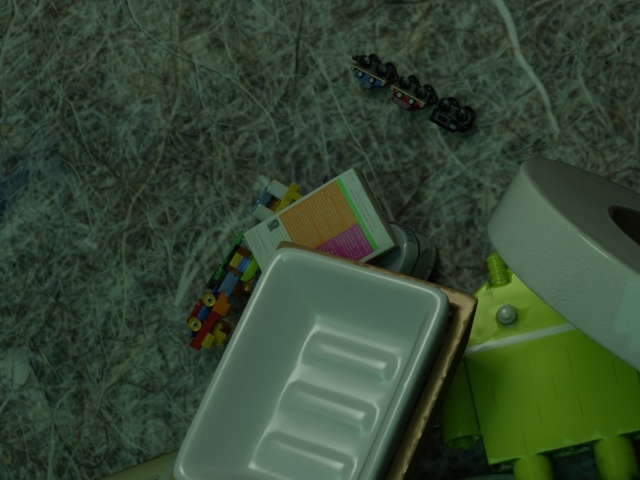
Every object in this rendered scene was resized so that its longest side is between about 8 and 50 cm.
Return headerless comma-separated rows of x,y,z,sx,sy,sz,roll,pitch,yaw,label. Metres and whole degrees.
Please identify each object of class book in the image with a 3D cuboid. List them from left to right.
0.000,0.000,1.867,0.144,0.035,0.096,-30,77,16,book

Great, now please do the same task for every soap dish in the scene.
0.007,0.163,1.740,0.229,0.118,0.290,15,70,27,soap dish

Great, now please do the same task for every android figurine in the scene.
0.235,0.132,1.784,0.248,0.056,0.272,-13,70,10,android figurine

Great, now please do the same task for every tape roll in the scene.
0.333,0.054,1.592,0.392,0.392,0.072,36,107,22,tape roll

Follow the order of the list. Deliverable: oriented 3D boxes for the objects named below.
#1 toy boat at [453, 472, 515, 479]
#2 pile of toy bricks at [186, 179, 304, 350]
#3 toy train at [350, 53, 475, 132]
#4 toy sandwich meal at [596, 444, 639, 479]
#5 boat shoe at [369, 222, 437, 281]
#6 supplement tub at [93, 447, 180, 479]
0.113,0.293,1.845,0.267,0.148,0.318,-31,78,25,toy boat
-0.060,0.043,1.967,0.105,0.118,0.212,31,89,-5,pile of toy bricks
0.097,-0.159,1.910,0.158,0.027,0.036,32,116,23,toy train
0.321,0.251,1.805,0.086,0.029,0.085,-1,86,25,toy sandwich meal
0.045,0.103,1.909,0.095,0.084,0.258,46,109,38,boat shoe
-0.159,0.354,1.938,0.325,0.235,0.235,-23,81,26,supplement tub
